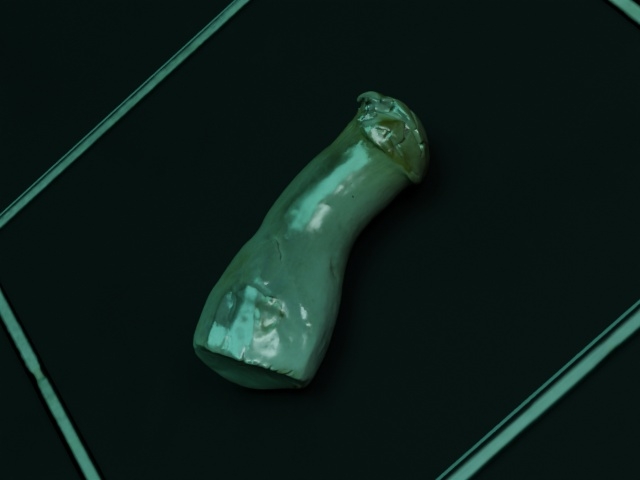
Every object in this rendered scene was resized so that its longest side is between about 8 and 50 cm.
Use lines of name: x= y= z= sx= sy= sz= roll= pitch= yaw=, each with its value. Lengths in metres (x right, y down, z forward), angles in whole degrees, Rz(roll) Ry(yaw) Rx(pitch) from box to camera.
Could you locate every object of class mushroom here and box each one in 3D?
mushroom: x=-0.002 y=-0.001 z=1.101 sx=0.223 sy=0.081 sz=0.092 roll=-57 pitch=28 yaw=-15
